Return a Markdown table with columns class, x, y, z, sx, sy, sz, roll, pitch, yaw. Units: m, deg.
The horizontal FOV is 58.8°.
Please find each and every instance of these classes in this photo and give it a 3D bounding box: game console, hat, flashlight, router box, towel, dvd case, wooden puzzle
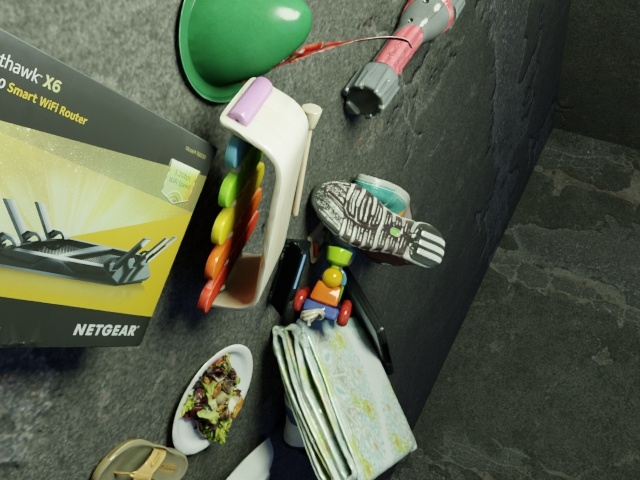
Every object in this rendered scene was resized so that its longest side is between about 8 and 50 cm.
| class | x | y | z | sx | sy | sz | roll | pitch | yaw |
| --- | --- | --- | --- | --- | --- | --- | --- | --- | --- |
| game console | -0.043 | 0.065 | 1.003 | 0.107 | 0.071 | 0.122 | 4 | 107 | -56 |
| hat | -0.028 | -0.238 | 0.657 | 0.208 | 0.184 | 0.173 | -58 | 153 | -20 |
| flashlight | 0.155 | -0.352 | 1.024 | 0.304 | 0.103 | 0.103 | -56 | 154 | -25 |
| router box | -0.248 | -0.029 | 0.513 | 0.309 | 0.081 | 0.242 | 20 | 91 | -65 |
| towel | 0.053 | 0.312 | 1.153 | 0.090 | 0.320 | 0.374 | -29 | 161 | 20 |
| dvd case | 0.109 | 0.189 | 1.304 | 0.022 | 0.180 | 0.253 | -26 | 145 | -5 |
| wooden puzzle | 0.000 | 0.000 | 1.106 | 0.116 | 0.014 | 0.078 | -54 | 151 | -26 |

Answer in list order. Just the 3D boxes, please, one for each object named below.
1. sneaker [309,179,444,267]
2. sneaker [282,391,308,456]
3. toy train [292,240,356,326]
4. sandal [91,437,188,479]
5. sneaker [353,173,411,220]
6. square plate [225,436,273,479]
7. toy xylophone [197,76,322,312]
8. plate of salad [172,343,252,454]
| class | x | y | z | sx | sy | sz | roll | pitch | yaw |
| --- | --- | --- | --- | --- | --- | --- | --- | --- | --- |
| sneaker | 0.084 | -0.011 | 1.094 | 0.162 | 0.281 | 0.106 | -25 | -140 | 66 |
| sneaker | 0.005 | 0.404 | 1.337 | 0.316 | 0.127 | 0.182 | -10 | 123 | -53 |
| toy train | 0.018 | 0.074 | 1.023 | 0.248 | 0.105 | 0.143 | 22 | 86 | -86 |
| sandal | -0.250 | 0.334 | 0.828 | 0.180 | 0.049 | 0.072 | 39 | 74 | -54 |
| sneaker | 0.127 | -0.040 | 1.215 | 0.121 | 0.108 | 0.302 | -68 | 157 | -10 |
| square plate | -0.190 | 0.570 | 1.054 | 0.344 | 0.049 | 0.347 | -65 | 170 | -1 |
| toy xylophone | -0.079 | -0.055 | 0.751 | 0.236 | 0.081 | 0.322 | -67 | 174 | -57 |
| plate of salad | -0.169 | 0.270 | 0.951 | 0.200 | 0.048 | 0.199 | -43 | 146 | -40 |
